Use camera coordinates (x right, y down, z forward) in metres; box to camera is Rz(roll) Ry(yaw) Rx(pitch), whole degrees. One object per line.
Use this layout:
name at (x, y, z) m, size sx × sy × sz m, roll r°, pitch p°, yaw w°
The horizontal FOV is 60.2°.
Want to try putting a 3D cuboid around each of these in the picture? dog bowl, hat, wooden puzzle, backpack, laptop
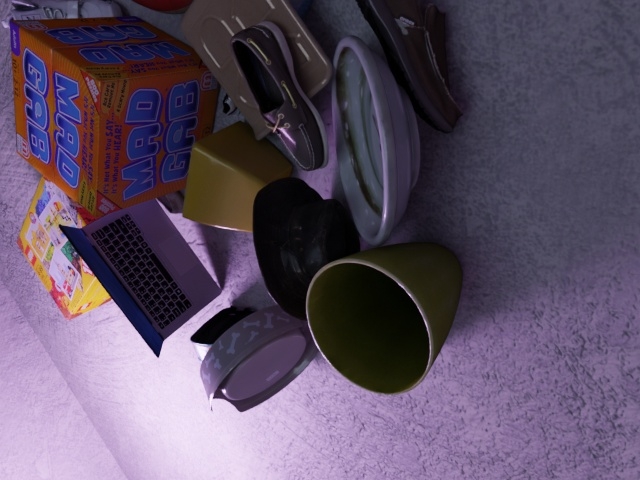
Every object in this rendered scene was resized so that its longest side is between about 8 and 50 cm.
dog bowl at (-0.159, 0.308, 1.452) m, size 0.102 × 0.348 × 0.349 m, roll 49°, pitch 133°, yaw 28°
hat at (0.000, 0.000, 1.194) m, size 0.134 × 0.331 × 0.331 m, roll -23°, pitch 94°, yaw 40°
wooden puzzle at (-0.142, -0.439, 1.233) m, size 0.322 × 0.080 × 0.348 m, roll -25°, pitch 100°, yaw 51°
backpack at (-0.281, 0.294, 1.632) m, size 0.165 × 0.188 × 0.145 m, roll 3°, pitch 111°, yaw 37°
laptop at (-0.450, 0.065, 1.481) m, size 0.236 × 0.408 × 0.382 m, roll -27°, pitch 100°, yaw 43°

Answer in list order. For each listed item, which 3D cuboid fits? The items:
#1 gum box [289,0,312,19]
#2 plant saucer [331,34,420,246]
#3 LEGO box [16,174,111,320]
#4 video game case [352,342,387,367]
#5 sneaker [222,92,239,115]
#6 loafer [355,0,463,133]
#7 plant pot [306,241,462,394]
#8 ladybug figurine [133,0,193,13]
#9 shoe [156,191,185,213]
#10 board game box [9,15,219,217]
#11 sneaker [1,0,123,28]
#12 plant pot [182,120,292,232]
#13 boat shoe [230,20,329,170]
gum box at (-0.068, -0.574, 1.177) m, size 0.157 × 0.041 × 0.184 m, roll 49°, pitch 131°, yaw 10°
plant saucer at (0.111, -0.192, 1.073) m, size 0.400 × 0.100 × 0.401 m, roll 170°, pitch 90°, yaw -83°
LEGO box at (-0.843, -0.002, 1.950) m, size 0.372 × 0.193 × 0.500 m, roll 54°, pitch 132°, yaw 6°
video game case at (0.108, 0.221, 1.268) m, size 0.206 × 0.227 × 0.026 m, roll 32°, pitch 105°, yaw 24°
sneaker at (-0.224, -0.366, 1.394) m, size 0.040 × 0.043 × 0.109 m, roll 23°, pitch 120°, yaw 32°
loafer at (0.179, -0.369, 1.004) m, size 0.130 × 0.134 × 0.366 m, roll -29°, pitch 105°, yaw 6°
plant pot at (0.167, 0.113, 1.121) m, size 0.274 × 0.293 × 0.275 m, roll 17°, pitch 120°, yaw 33°
ladybug figurine at (-0.423, -0.711, 1.321) m, size 0.449 × 0.162 × 0.305 m, roll 29°, pitch 125°, yaw 26°
shoe at (-0.487, -0.169, 1.681) m, size 0.219 × 0.058 × 0.076 m, roll 51°, pitch 132°, yaw 9°
board game box at (-0.530, -0.339, 1.439) m, size 0.356 × 0.356 × 0.356 m, roll 34°, pitch 127°, yaw 22°
sneaker at (-0.739, -0.621, 1.581) m, size 0.365 × 0.210 × 0.138 m, roll 16°, pitch 118°, yaw 33°
plant pot at (-0.193, -0.141, 1.370) m, size 0.187 × 0.212 × 0.212 m, roll 27°, pitch 125°, yaw 13°
boat shoe at (-0.084, -0.284, 1.153) m, size 0.116 × 0.096 × 0.325 m, roll -3°, pitch 117°, yaw 46°
